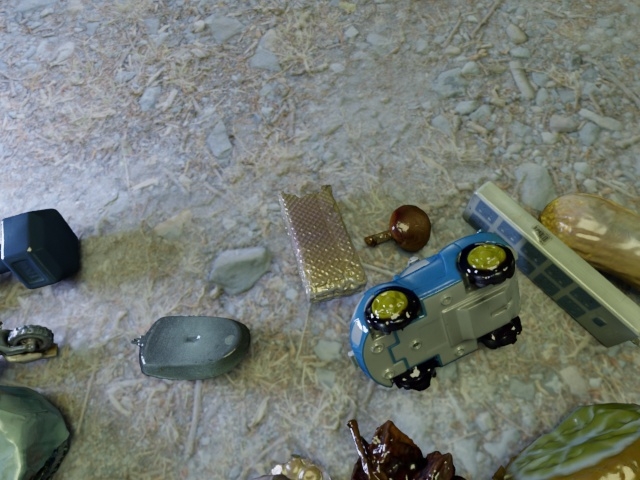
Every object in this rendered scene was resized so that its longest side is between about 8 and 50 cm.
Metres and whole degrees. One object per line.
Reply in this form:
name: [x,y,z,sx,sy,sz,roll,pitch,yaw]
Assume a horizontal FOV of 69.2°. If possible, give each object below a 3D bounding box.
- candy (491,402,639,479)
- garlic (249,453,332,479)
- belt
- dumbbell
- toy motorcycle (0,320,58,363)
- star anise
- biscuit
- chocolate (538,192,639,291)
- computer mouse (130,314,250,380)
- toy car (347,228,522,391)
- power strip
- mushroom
candy: [0.351,0.311,0.611,0.260,0.260,0.118,-30,69,-7]
garlic: [-0.041,0.391,0.653,0.207,0.256,0.207,21,37,-17]
belt: [-0.554,0.351,0.743,0.258,0.150,0.207,-35,78,-8]
dumbbell: [-0.640,0.045,0.876,0.325,0.160,0.144,-17,99,0]
toy motorcycle: [-0.593,0.208,0.832,0.229,0.129,0.094,-11,46,-13]
star anise: [0.130,0.376,0.658,0.220,0.190,0.126,8,33,35]
biscuit: [0.000,0.000,0.847,0.108,0.061,0.238,-11,55,-11]
chocolate: [0.527,0.010,0.782,0.309,0.134,0.134,27,73,16]
computer mouse: [-0.224,0.191,0.819,0.229,0.068,0.113,-3,49,16]
toy car: [0.181,0.106,0.758,0.314,0.198,0.166,-27,35,-2]
power strip: [0.394,0.042,0.794,0.043,0.106,0.367,-39,69,-12]
mushroom: [0.147,-0.014,0.861,0.130,0.073,0.088,-23,98,-1]
